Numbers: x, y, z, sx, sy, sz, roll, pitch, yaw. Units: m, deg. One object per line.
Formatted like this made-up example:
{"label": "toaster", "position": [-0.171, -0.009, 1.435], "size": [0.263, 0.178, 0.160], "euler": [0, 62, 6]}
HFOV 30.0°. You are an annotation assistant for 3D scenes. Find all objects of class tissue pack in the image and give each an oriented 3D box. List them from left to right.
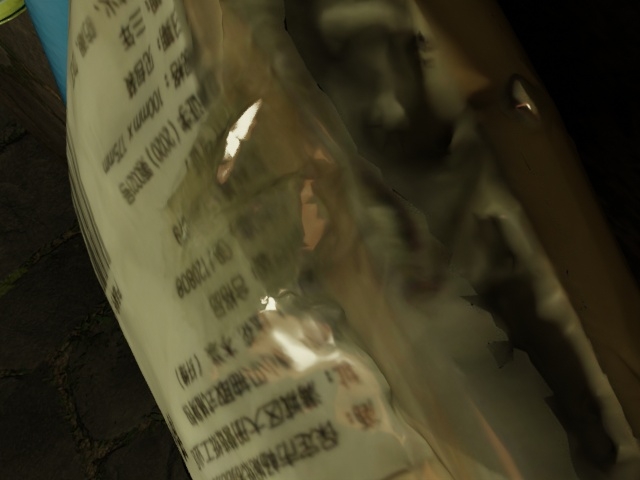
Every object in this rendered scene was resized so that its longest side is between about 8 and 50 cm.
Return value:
{"label": "tissue pack", "position": [0.000, 0.000, 0.541], "size": [0.375, 0.195, 0.390], "euler": [118, 130, -75]}

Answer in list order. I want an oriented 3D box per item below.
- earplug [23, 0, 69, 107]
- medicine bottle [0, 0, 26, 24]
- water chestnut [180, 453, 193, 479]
{"label": "earplug", "position": [-0.121, -0.162, 0.706], "size": [0.132, 0.132, 0.273], "euler": [40, 166, 16]}
{"label": "medicine bottle", "position": [-0.329, -0.291, 0.987], "size": [0.124, 0.124, 0.239], "euler": [36, 167, 35]}
{"label": "water chestnut", "position": [0.030, 0.115, 0.920], "size": [0.289, 0.289, 0.244], "euler": [46, -157, -16]}
